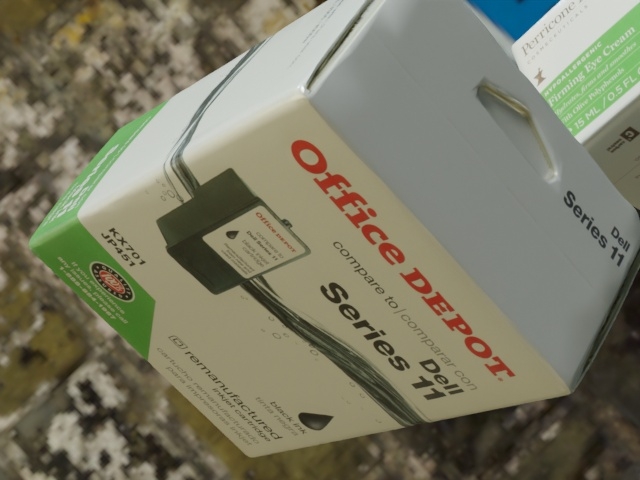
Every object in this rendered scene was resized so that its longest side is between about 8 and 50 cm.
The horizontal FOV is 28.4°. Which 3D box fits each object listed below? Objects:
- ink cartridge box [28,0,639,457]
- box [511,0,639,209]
[{"bbox_3d":[0.000,0.000,0.515,0.153,0.087,0.208,46,-37,-17],"label":"ink cartridge box"},{"bbox_3d":[0.168,-0.078,0.601,0.102,0.101,0.087,23,38,-34],"label":"box"}]
